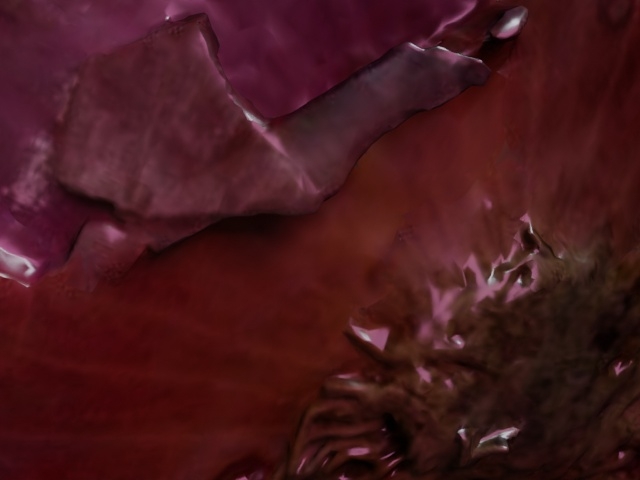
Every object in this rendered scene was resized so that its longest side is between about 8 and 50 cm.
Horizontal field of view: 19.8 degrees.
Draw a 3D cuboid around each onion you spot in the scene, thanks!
[{"bbox_3d":[0.000,0.000,0.592,0.347,0.348,0.285,2,16,-28],"label":"onion"}]
